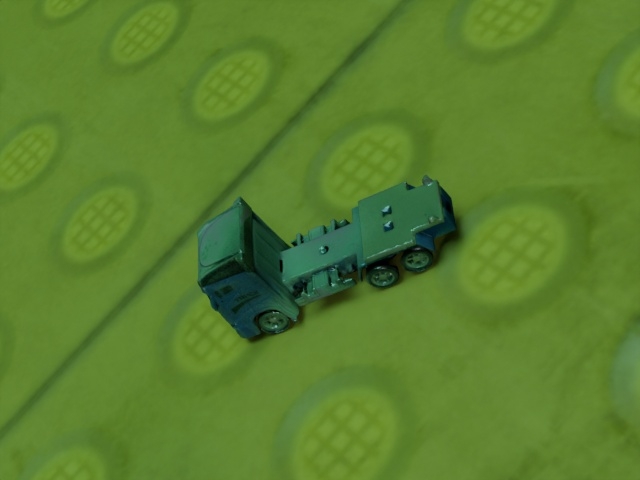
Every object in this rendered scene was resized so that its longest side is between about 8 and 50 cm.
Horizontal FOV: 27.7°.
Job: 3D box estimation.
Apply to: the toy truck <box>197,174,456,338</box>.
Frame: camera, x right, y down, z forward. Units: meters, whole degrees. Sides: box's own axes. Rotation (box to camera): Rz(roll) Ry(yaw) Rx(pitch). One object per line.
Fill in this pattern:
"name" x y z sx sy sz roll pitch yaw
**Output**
"toy truck" 0.000 0.000 0.872 0.175 0.081 0.067 -22 47 20
